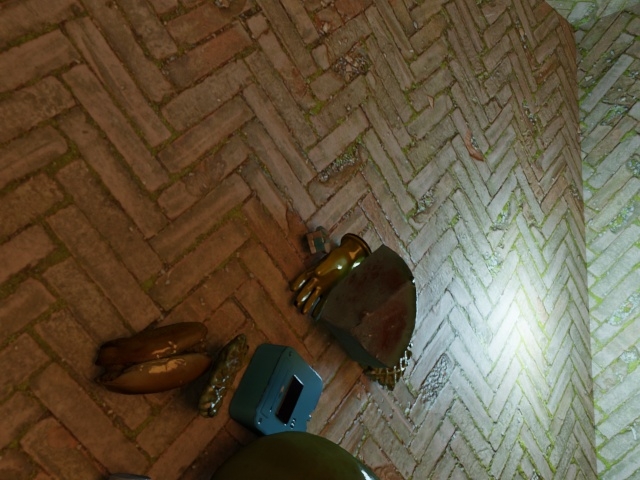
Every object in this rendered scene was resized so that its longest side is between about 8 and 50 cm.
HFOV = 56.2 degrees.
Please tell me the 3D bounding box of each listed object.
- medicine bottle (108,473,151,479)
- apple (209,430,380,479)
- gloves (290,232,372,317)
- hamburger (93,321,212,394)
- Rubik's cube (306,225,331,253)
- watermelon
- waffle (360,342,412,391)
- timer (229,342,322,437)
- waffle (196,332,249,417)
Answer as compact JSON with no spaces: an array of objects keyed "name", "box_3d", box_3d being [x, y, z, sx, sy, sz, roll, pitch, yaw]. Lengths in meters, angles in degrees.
[{"name":"medicine bottle","box_3d":[-0.414,0.591,1.249,0.088,0.132,0.189,20,70,-39]},{"name":"apple","box_3d":[-0.047,0.676,1.385,0.473,0.473,0.474,8,78,-43]},{"name":"gloves","box_3d":[0.024,0.111,1.775,0.294,0.116,0.133,-43,109,-32]},{"name":"hamburger","box_3d":[-0.353,0.270,1.343,0.283,0.156,0.144,-10,91,-47]},{"name":"Rubik's cube","box_3d":[-0.001,-0.002,1.770,0.084,0.073,0.075,-98,171,-70]},{"name":"watermelon","box_3d":[0.125,0.214,1.738,0.258,0.228,0.387,4,114,-26]},{"name":"waffle","box_3d":[0.211,0.357,1.937,0.208,0.054,0.214,48,57,-24]},{"name":"timer","box_3d":[-0.108,0.430,1.628,0.250,0.091,0.232,53,50,-39]},{"name":"waffle","box_3d":[-0.236,0.324,1.433,0.054,0.223,0.204,23,71,4]}]
